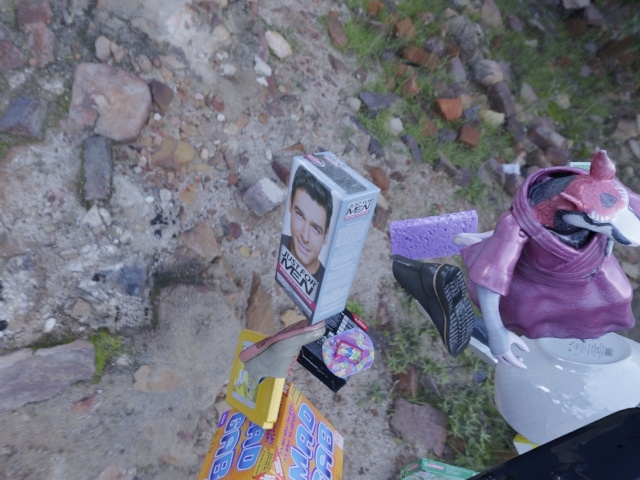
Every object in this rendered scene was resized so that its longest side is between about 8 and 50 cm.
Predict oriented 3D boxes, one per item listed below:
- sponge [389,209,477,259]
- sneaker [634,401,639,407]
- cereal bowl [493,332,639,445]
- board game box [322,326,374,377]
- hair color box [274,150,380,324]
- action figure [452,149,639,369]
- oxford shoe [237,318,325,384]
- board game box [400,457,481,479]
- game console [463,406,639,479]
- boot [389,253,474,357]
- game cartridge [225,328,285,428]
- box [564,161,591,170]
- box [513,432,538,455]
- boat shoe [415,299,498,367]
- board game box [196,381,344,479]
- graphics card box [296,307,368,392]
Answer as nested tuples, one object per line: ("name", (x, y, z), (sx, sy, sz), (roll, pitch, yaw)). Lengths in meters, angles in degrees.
("sponge", (0.280, -0.008, 1.046), (0.209, 0.117, 0.031), (-7, 39, 9))
("sneaker", (0.547, 0.230, 0.513), (0.255, 0.151, 0.094), (22, 27, -3))
("cereal bowl", (0.522, 0.266, 0.836), (0.338, 0.339, 0.141), (-14, 105, -21))
("board game box", (0.086, 0.361, 1.339), (0.168, 0.033, 0.133), (-24, 81, 10))
("hair color box", (0.000, 0.000, 1.009), (0.113, 0.375, 0.185), (-17, 46, -34))
("action figure", (0.294, 0.000, 0.504), (0.247, 0.370, 0.276), (-16, 56, 13))
("oxford shoe", (-0.096, 0.327, 1.236), (0.123, 0.348, 0.130), (-18, 77, -52))
("board game box", (0.529, 1.007, 1.782), (0.316, 0.214, 0.046), (17, 49, -7))
("game console", (0.252, 0.317, 0.366), (0.341, 0.386, 0.060), (-33, 93, 7))
("boot", (0.208, 0.116, 0.796), (0.076, 0.137, 0.198), (-29, 118, -30))
("game cartridge", (-0.227, 0.477, 1.489), (0.052, 0.323, 0.286), (18, 77, -31))
("box", (0.655, -0.137, 1.050), (0.087, 0.102, 0.101), (3, 90, 16))
("box", (0.499, 0.448, 0.848), (0.043, 0.179, 0.105), (-29, 94, -35))
("boat shoe", (0.397, 0.232, 1.175), (0.091, 0.114, 0.302), (-45, 46, -9))
("board game box", (-0.167, 0.813, 1.503), (0.357, 0.356, 0.356), (53, 21, -18))
("graphics card box", (0.047, 0.400, 1.691), (0.232, 0.094, 0.371), (40, 28, -2))
